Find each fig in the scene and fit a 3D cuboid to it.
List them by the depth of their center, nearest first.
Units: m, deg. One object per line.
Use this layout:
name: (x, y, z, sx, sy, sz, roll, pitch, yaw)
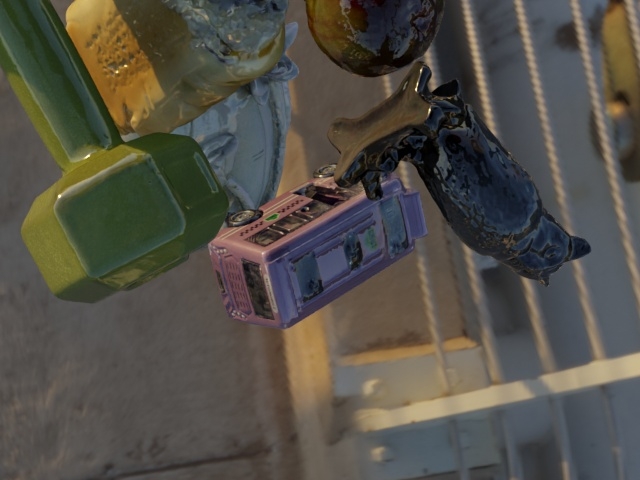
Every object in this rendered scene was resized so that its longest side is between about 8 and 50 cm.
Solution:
fig: (0.029, -0.189, 1.051, 0.109, 0.154, 0.103, -20, 116, -38)

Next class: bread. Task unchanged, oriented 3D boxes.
bread: (-0.098, -0.140, 0.856, 0.084, 0.177, 0.119, -31, 93, -48)

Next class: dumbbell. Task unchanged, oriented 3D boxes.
dumbbell: (-0.168, -0.111, 0.769, 0.108, 0.121, 0.302, -27, 94, 27)

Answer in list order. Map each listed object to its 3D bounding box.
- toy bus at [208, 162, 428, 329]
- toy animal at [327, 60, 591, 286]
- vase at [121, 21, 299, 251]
toy bus: (0.000, 0.000, 1.208, 0.199, 0.108, 0.096, -30, 117, -34)
toy animal: (0.117, -0.049, 1.029, 0.210, 0.121, 0.117, 37, 40, -22)
vase: (-0.138, -0.182, 1.386, 0.250, 0.445, 0.250, 6, 54, -8)
